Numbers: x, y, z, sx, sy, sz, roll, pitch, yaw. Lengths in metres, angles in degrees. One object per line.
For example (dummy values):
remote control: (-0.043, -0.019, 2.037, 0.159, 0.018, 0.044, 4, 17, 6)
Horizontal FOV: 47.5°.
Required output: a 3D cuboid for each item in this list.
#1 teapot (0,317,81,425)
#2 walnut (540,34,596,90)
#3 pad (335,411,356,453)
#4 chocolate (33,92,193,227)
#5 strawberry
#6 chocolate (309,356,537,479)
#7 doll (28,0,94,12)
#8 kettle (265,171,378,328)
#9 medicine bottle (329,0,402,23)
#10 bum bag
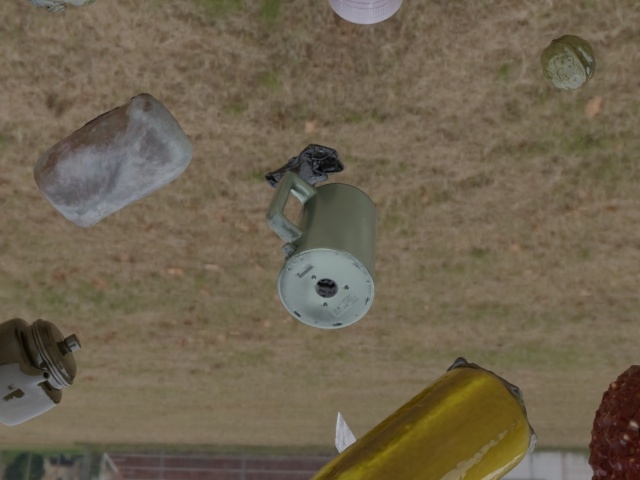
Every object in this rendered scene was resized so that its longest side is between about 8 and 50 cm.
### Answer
teapot: (-0.538, 0.226, 1.372, 0.175, 0.186, 0.267, -25, -164, -11)
walnut: (0.402, -0.288, 1.178, 0.092, 0.092, 0.092, 1, 162, 0)
pad: (0.067, 0.388, 1.246, 0.004, 0.156, 0.232, -26, 153, -14)
chocolate: (-0.397, -0.137, 1.396, 0.303, 0.100, 0.185, -30, 125, 7)
strawberry: (0.500, 0.308, 0.981, 0.291, 0.344, 0.292, -1, 148, -1)
chocolate: (0.068, 0.305, 0.894, 0.445, 0.162, 0.162, -23, 177, -35)
doll: (-0.503, -0.562, 1.322, 0.247, 0.248, 0.349, 5, 164, -11)
kettle: (0.000, 0.014, 1.626, 0.264, 0.318, 0.205, 14, 123, 0)
medicine bottle: (0.068, -0.434, 1.033, 0.133, 0.133, 0.250, 0, 161, 3)
bum bag: (-0.039, -0.171, 1.816, 0.102, 0.069, 0.248, 24, 152, -30)
